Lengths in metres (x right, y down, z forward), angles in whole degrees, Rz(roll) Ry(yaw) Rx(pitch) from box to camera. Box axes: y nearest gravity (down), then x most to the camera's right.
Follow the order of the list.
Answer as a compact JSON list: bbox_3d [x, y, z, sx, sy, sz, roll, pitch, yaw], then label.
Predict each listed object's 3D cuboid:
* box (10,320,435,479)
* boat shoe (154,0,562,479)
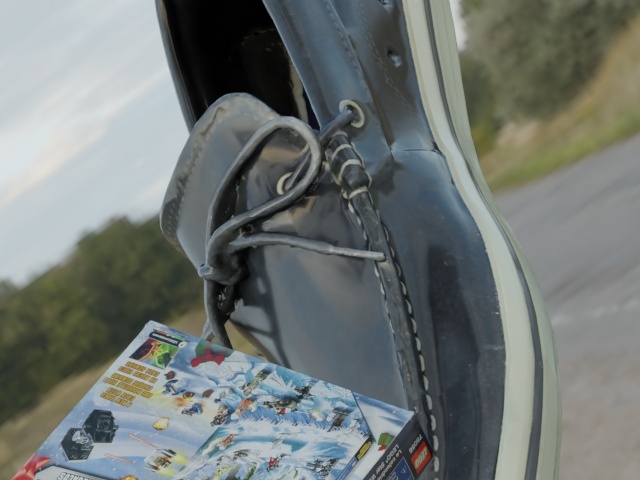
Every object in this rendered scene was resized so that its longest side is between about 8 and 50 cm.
[{"bbox_3d":[-0.039,0.085,0.694,0.137,0.027,0.094,17,55,40],"label":"box"},{"bbox_3d":[0.000,0.000,0.970,0.156,0.500,0.187,6,-38,-22],"label":"boat shoe"}]
